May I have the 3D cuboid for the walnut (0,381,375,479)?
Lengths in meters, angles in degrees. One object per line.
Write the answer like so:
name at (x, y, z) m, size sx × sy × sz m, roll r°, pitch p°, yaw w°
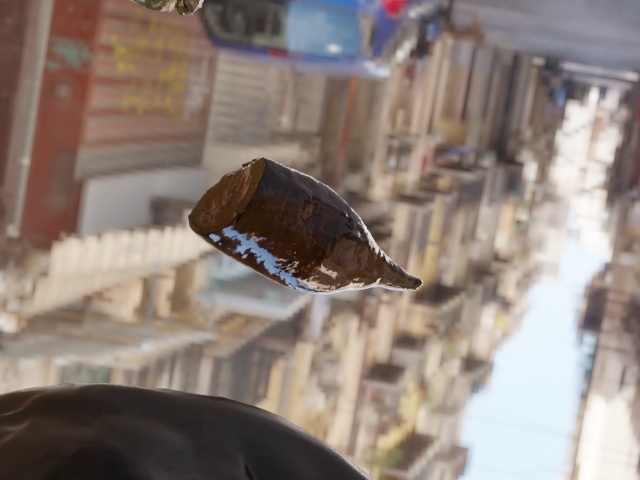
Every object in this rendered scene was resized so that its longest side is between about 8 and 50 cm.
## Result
walnut at (-0.051, 0.149, 0.512) m, size 0.224 × 0.224 × 0.224 m, roll 9°, pitch -174°, yaw -1°

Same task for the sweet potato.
sweet potato at (0.000, 0.000, 0.725) m, size 0.117 × 0.049 × 0.049 m, roll 24°, pitch 177°, yaw -31°

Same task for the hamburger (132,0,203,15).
hamburger at (-0.066, -0.135, 0.429) m, size 0.185 × 0.159 × 0.131 m, roll -29°, pitch -149°, yaw 2°
